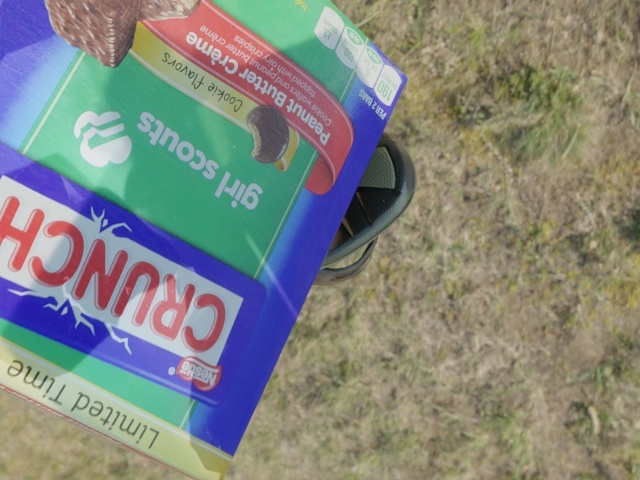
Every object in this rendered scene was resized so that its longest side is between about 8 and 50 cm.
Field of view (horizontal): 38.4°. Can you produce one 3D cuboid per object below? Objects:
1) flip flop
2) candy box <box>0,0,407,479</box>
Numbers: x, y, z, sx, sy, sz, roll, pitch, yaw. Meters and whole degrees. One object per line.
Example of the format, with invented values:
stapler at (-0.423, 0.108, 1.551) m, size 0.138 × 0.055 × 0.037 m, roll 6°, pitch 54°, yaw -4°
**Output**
flip flop at (0.000, 0.000, 0.782) m, size 0.080 × 0.112 × 0.277 m, roll 6°, pitch 146°, yaw -29°
candy box at (-0.121, -0.048, 0.578) m, size 0.268 × 0.317 × 0.122 m, roll 37°, pitch 161°, yaw -34°
